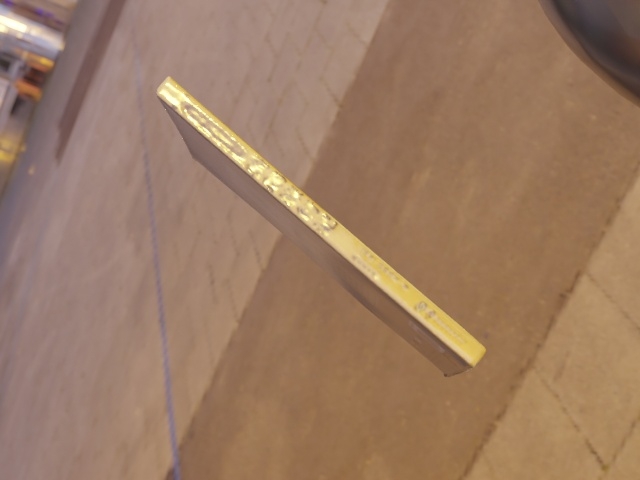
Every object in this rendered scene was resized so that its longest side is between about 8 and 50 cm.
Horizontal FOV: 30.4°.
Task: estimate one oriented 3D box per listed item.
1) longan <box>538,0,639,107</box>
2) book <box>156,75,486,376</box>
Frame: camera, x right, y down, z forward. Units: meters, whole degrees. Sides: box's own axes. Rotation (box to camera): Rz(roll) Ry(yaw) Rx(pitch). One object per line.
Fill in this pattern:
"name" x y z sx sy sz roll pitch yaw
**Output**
"longan" 0.187 -0.125 0.435 0.215 0.246 0.246 -25 32 11
"book" 0.000 0.000 0.955 0.021 0.310 0.217 -48 -7 -5
